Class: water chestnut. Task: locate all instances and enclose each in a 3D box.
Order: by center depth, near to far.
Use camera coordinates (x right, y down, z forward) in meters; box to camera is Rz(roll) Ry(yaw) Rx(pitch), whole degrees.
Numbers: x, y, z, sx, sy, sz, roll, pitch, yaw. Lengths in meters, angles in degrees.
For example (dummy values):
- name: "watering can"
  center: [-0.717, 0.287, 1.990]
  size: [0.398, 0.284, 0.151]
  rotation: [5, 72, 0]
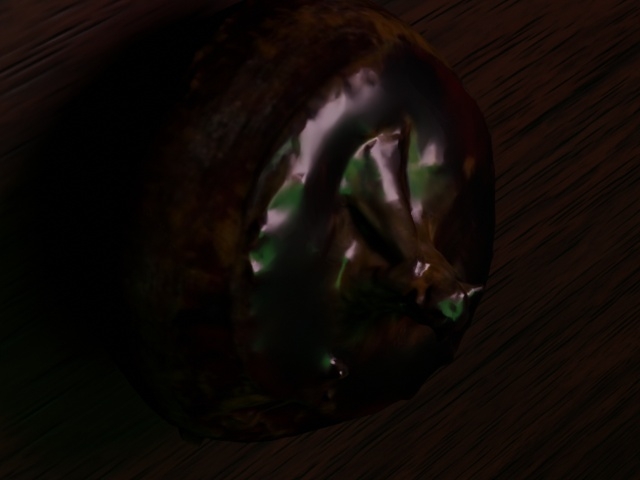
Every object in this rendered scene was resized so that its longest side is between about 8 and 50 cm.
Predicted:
- name: "water chestnut"
  center: [0.000, 0.000, 1.220]
  size: [0.350, 0.302, 0.350]
  rotation: [-23, 122, -42]
